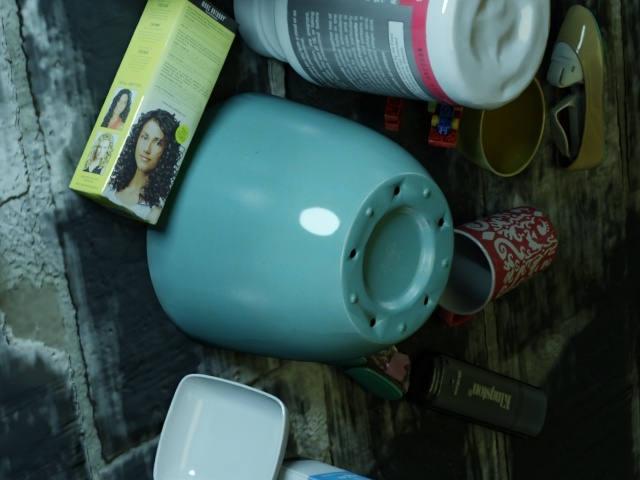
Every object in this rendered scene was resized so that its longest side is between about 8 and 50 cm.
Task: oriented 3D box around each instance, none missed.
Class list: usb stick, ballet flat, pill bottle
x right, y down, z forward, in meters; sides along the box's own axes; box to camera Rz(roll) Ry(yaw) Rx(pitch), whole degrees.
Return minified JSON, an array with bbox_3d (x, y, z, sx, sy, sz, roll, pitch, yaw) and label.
[{"bbox_3d":[0.218,0.210,2.168,0.278,0.045,0.077,22,84,-47],"label":"usb stick"},{"bbox_3d":[0.342,-0.198,2.176,0.073,0.080,0.232,-21,114,-26],"label":"ballet flat"},{"bbox_3d":[0.064,-0.239,1.683,0.176,0.318,0.176,-14,110,-45],"label":"pill bottle"},{"bbox_3d":[0.043,0.127,1.948,0.221,0.077,0.079,34,56,-51],"label":"ballet flat"}]

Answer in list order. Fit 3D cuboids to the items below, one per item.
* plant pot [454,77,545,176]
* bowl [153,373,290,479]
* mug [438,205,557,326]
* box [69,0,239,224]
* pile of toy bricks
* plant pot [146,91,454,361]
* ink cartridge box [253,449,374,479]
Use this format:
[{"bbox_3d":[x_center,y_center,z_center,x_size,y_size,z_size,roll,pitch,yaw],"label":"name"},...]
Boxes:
[{"bbox_3d":[0.204,-0.153,2.020,0.134,0.095,0.134,-16,113,-44],"label":"plant pot"},{"bbox_3d":[-0.101,0.227,1.769,0.053,0.142,0.142,27,78,-66],"label":"bowl"},{"bbox_3d":[0.212,0.026,2.093,0.169,0.150,0.113,-22,79,-47],"label":"mug"},{"bbox_3d":[-0.168,-0.140,1.653,0.087,0.058,0.232,30,77,-47],"label":"box"},{"bbox_3d":[0.141,-0.195,1.956,0.105,0.118,0.212,79,23,-63],"label":"pile of toy bricks"},{"bbox_3d":[0.000,0.000,1.739,0.293,0.235,0.293,-16,112,-45],"label":"plant pot"},{"bbox_3d":[-0.039,0.314,1.810,0.082,0.190,0.140,1,100,-49],"label":"ink cartridge box"}]
